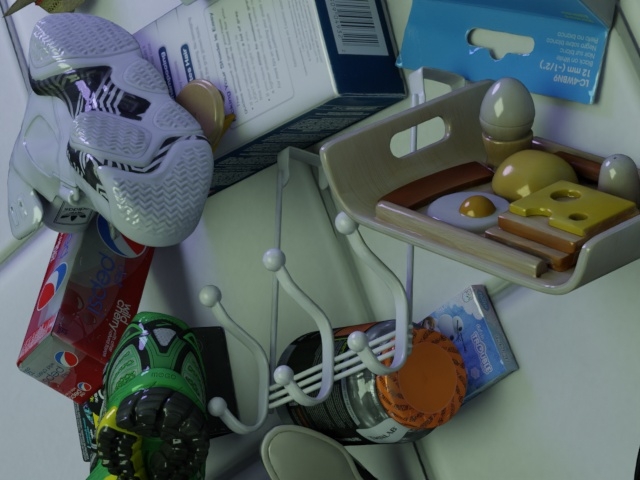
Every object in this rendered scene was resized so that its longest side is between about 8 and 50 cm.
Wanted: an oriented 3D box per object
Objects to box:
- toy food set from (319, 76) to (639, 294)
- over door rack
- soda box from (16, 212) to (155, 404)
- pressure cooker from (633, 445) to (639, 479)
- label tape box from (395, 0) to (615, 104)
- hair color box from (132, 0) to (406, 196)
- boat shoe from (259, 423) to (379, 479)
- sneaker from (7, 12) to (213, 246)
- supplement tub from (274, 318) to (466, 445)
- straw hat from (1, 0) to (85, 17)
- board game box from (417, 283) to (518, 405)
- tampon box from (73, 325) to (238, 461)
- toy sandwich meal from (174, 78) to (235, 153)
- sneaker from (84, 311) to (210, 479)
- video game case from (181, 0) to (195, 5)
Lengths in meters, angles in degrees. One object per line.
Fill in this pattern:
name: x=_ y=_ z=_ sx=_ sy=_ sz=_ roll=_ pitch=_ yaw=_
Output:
toy food set: x=0.181 y=-0.061 z=1.525 sx=0.306 sy=0.219 sz=0.092 roll=22 pitch=125 yaw=45
over door rack: x=0.000 y=0.000 z=1.701 sx=0.239 sy=0.108 sz=0.324 roll=-27 pitch=41 yaw=48
soda box: x=-0.246 y=0.043 z=1.986 sx=0.083 sy=0.092 sz=0.263 roll=-39 pitch=28 yaw=40
pressure cooker: x=0.359 y=0.281 z=1.237 sx=0.370 sy=0.375 sz=0.420 roll=-53 pitch=57 yaw=24
label tape box: x=0.151 y=-0.314 z=1.642 sx=0.249 sy=0.115 sz=0.348 roll=18 pitch=102 yaw=45
hair color box: x=-0.080 y=-0.169 z=1.890 sx=0.347 sy=0.105 sz=0.174 roll=-23 pitch=76 yaw=44
boat shoe: x=0.011 y=0.236 z=1.749 sx=0.075 sy=0.206 sz=0.065 roll=-57 pitch=29 yaw=-7
sneaker: x=-0.218 y=-0.060 z=1.841 sx=0.366 sy=0.137 sz=0.210 roll=58 pitch=140 yaw=47
supplement tub: x=0.047 y=0.136 z=1.734 sx=0.190 sy=0.117 sz=0.117 roll=-12 pitch=82 yaw=58
straw hat: x=-0.306 y=-0.295 z=2.149 sx=0.061 sy=0.144 sz=0.144 roll=42 pitch=131 yaw=-12
board game box: x=0.136 y=0.102 z=1.730 sx=0.090 sy=0.020 sz=0.090 roll=-39 pitch=64 yaw=40
tampon box: x=-0.185 y=0.170 z=2.008 sx=0.161 sy=0.101 sz=0.120 roll=-21 pitch=77 yaw=44
toy sandwich meal: x=-0.119 y=-0.121 z=1.839 sx=0.085 sy=0.029 sz=0.086 roll=-2 pitch=87 yaw=44
sneaker: x=-0.163 y=0.190 z=1.826 sx=0.343 sy=0.134 sz=0.146 roll=114 pitch=163 yaw=-57
video game case: x=-0.043 y=-0.331 z=1.821 sx=0.201 sy=0.183 sz=0.023 roll=-24 pitch=118 yaw=44
